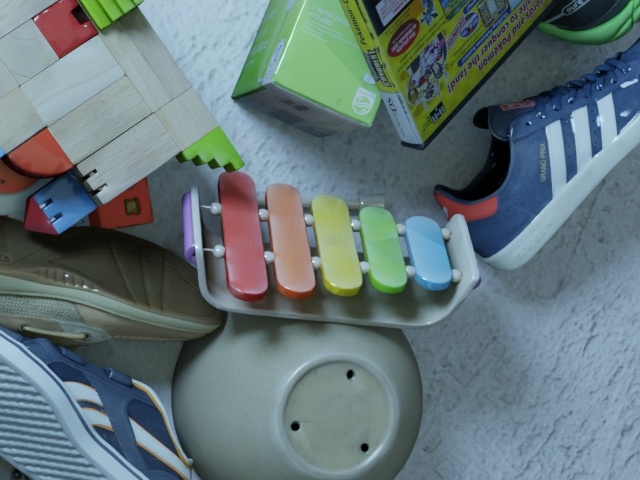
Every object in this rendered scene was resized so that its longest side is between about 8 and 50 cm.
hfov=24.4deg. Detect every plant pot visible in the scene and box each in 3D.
[{"bbox_3d":[-0.007,0.177,1.603,0.284,0.191,0.284,0,91,-14],"label":"plant pot"}]

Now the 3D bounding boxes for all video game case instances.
[{"bbox_3d":[0.132,-0.272,1.506,0.275,0.035,0.248,-48,131,-25],"label":"video game case"}]

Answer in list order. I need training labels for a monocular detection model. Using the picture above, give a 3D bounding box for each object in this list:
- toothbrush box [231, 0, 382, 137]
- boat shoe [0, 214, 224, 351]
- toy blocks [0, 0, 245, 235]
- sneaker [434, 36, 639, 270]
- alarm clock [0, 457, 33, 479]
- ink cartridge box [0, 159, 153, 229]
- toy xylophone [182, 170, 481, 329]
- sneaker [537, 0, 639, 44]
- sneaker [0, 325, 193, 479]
[{"bbox_3d":[0.026,-0.266,1.595,0.122,0.206,0.283,24,86,-14],"label":"toothbrush box"},{"bbox_3d":[-0.271,0.055,1.564,0.341,0.122,0.110,15,124,-20],"label":"boat shoe"},{"bbox_3d":[-0.295,-0.158,1.487,0.261,0.191,0.381,-36,99,-13],"label":"toy blocks"},{"bbox_3d":[0.269,-0.136,1.683,0.148,0.131,0.350,40,91,-12],"label":"sneaker"},{"bbox_3d":[-0.344,0.285,1.583,0.129,0.064,0.192,-41,104,-11],"label":"alarm clock"},{"bbox_3d":[-0.276,-0.072,1.602,0.179,0.045,0.145,-9,94,-12],"label":"ink cartridge box"},{"bbox_3d":[0.000,0.000,1.585,0.322,0.236,0.081,1,129,-18],"label":"toy xylophone"},{"bbox_3d":[0.297,-0.470,1.677,0.202,0.185,0.483,5,89,-19],"label":"sneaker"},{"bbox_3d":[-0.261,0.186,1.558,0.321,0.126,0.127,49,35,-19],"label":"sneaker"}]
